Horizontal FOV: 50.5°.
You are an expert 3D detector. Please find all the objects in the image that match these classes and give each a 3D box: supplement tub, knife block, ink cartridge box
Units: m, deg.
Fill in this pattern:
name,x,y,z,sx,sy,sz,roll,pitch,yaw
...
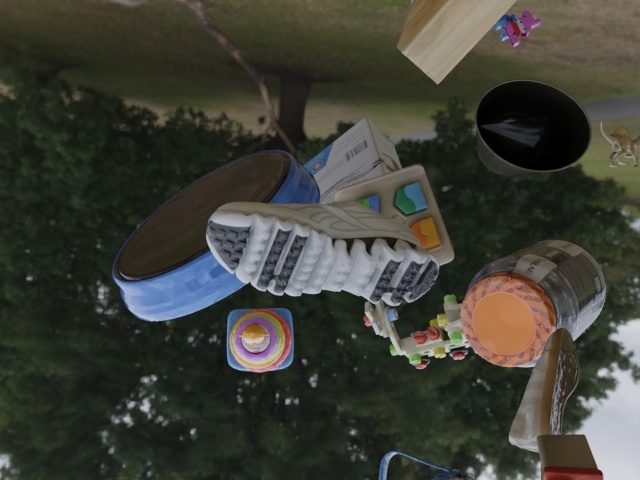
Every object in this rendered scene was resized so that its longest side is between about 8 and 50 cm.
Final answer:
name,x,y,z,sx,sy,sz,roll,pitch,yaw
supplement tub,0.382,0.110,1.216,0.193,0.194,0.316,10,-168,32
knife block,0.254,-0.391,0.999,0.088,0.276,0.242,31,158,-30
ink cartridge box,0.090,-0.115,1.650,0.129,0.223,0.307,38,-152,-36

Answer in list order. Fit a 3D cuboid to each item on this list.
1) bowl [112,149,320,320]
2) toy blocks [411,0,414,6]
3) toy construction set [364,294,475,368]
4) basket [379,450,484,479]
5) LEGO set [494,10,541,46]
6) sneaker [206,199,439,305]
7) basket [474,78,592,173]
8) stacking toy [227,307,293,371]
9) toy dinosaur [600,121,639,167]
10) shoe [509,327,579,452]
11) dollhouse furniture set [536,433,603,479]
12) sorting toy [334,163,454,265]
name,x,y,z,sx,sy,sz,roll,pitch,yaw
bowl,-0.186,-0.024,1.173,0.391,0.077,0.391,-25,-153,14
toy blocks,0.232,-0.537,1.245,0.308,0.289,0.260,12,-133,-21
toy construction set,0.270,0.223,1.682,0.327,0.151,0.215,-4,153,28
basket,0.215,0.533,1.203,0.288,0.255,0.201,6,168,33
LEGO set,0.405,-0.523,1.454,0.093,0.227,0.087,-23,171,5
sneaker,0.000,0.000,0.823,0.292,0.110,0.118,12,-139,-25
basket,0.378,-0.197,1.284,0.204,0.154,0.227,21,-179,5
stacking toy,-0.153,0.238,1.657,0.175,0.166,0.302,-1,169,-3
toy dinosaur,0.673,-0.214,1.527,0.183,0.093,0.053,6,176,-28
shoe,0.312,0.203,0.945,0.058,0.077,0.219,-14,-153,37
dollhouse furniture set,0.342,0.258,0.635,0.259,0.262,0.135,-3,-160,10
sorting toy,0.148,-0.031,1.350,0.193,0.208,0.038,-18,175,-4
